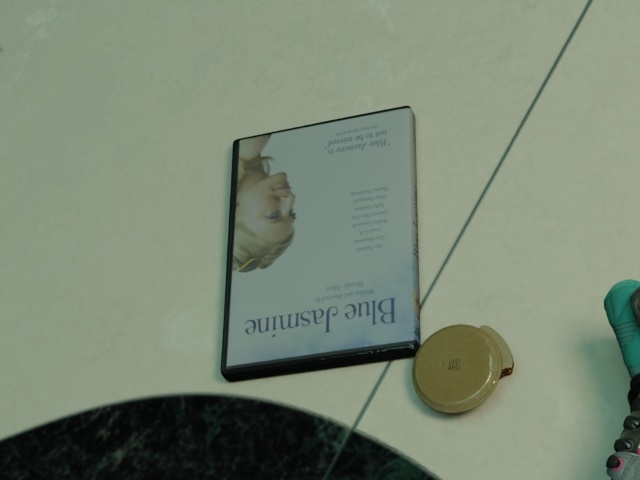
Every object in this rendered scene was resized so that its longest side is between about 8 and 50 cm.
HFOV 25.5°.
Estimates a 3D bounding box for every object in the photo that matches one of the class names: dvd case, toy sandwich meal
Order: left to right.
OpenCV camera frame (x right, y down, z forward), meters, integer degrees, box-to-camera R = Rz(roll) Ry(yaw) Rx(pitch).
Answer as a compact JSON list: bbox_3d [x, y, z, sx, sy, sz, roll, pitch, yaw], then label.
[{"bbox_3d":[0.000,0.000,1.280,0.180,0.022,0.253,-9,58,17],"label":"dvd case"},{"bbox_3d":[0.116,0.106,1.167,0.085,0.029,0.086,-11,61,20],"label":"toy sandwich meal"}]

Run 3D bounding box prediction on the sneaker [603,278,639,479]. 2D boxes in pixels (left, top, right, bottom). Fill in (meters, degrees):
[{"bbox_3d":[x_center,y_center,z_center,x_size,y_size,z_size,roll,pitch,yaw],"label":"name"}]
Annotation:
[{"bbox_3d":[0.248,0.121,1.041,0.295,0.124,0.178,-31,59,-7],"label":"sneaker"}]
